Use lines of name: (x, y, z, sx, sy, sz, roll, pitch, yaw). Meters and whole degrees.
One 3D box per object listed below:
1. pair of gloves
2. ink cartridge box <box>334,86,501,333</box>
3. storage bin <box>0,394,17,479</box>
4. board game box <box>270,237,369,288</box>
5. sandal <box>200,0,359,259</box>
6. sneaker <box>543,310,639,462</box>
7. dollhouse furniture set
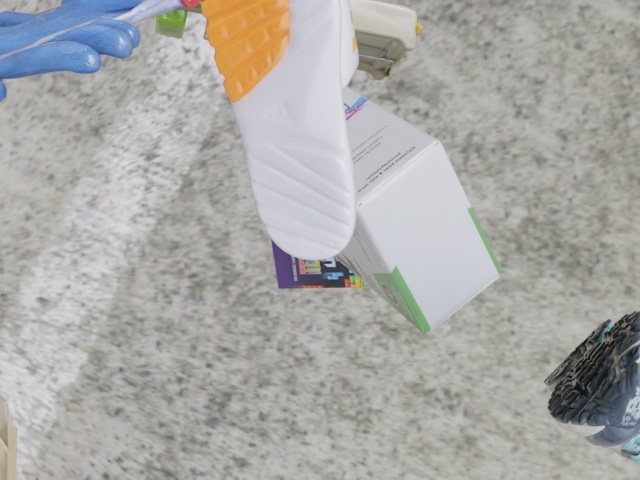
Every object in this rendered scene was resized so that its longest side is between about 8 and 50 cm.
pair of gloves: (-0.147, -0.108, 0.640, 0.198, 0.159, 0.023, -54, 131, -59)
ink cartridge box: (0.050, -0.053, 1.342, 0.117, 0.278, 0.201, -38, 127, -9)
storage bin: (-0.491, 0.286, 1.374, 0.262, 0.260, 0.123, -21, 129, 3)
board game box: (0.000, 0.000, 1.759, 0.141, 0.170, 0.048, -2, 47, 4)
sandal: (-0.020, -0.119, 0.885, 0.102, 0.076, 0.265, -2, 107, 17)
sneaker: (0.270, 0.134, 1.016, 0.122, 0.283, 0.110, 42, 97, 7)
dollhouse furniture set: (-0.032, -0.304, 1.413, 0.301, 0.197, 0.151, 10, 85, -8)
